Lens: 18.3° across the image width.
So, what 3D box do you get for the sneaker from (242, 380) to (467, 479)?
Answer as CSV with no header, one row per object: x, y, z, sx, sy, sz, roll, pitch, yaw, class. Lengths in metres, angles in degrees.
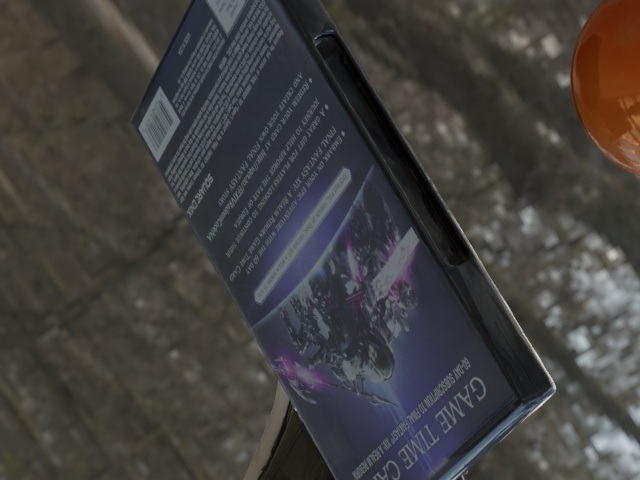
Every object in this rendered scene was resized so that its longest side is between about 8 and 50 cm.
0.043,0.094,1.305,0.147,0.104,0.295,0,-111,47,sneaker

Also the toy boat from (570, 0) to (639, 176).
0.126,-0.080,0.559,0.151,0.231,0.151,29,-104,37,toy boat

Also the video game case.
0.000,0.000,1.007,0.026,0.274,0.196,-23,164,-30,video game case
